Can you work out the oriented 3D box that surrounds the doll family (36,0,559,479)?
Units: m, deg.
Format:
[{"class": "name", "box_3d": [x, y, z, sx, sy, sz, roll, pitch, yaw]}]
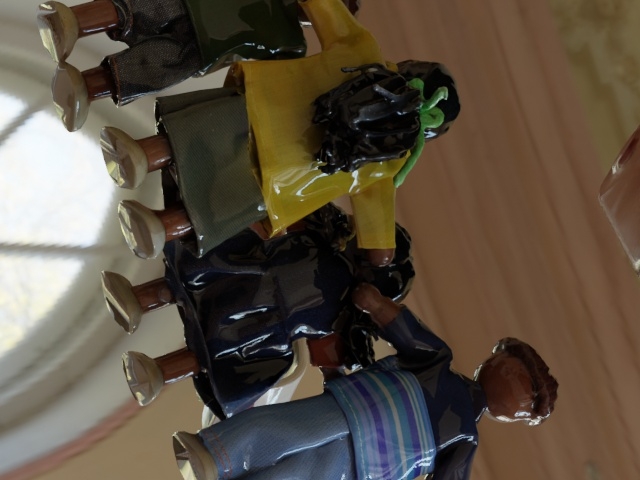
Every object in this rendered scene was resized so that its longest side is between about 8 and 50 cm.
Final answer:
[{"class": "doll family", "box_3d": [0.000, 0.000, 0.427, 0.076, 0.111, 0.193, 24, -51, 59]}]

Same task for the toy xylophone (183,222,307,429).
[{"class": "toy xylophone", "box_3d": [-0.069, 0.037, 1.411, 0.323, 0.081, 0.236, -105, -152, -48]}]

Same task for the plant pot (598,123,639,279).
[{"class": "plant pot", "box_3d": [0.233, -0.017, 0.449, 0.235, 0.267, 0.267, 33, -79, 1]}]
